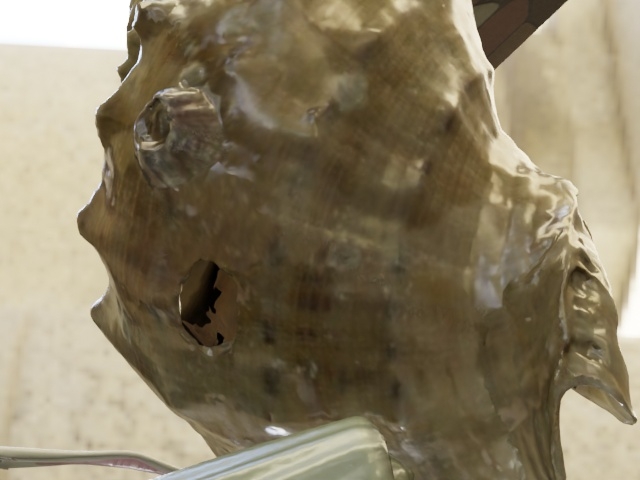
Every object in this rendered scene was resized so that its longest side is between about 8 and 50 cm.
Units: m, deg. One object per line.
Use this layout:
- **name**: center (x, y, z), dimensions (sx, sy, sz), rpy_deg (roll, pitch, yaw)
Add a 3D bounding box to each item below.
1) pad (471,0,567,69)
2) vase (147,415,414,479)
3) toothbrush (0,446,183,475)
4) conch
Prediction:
- **pad**: center (0.057, -0.107, 1.092), dimensions (0.003, 0.235, 0.158), rpy_deg (54, -166, 27)
- **vase**: center (-0.071, 0.147, 0.683), dimensions (0.128, 0.248, 0.128), rpy_deg (60, -177, -5)
- **toothbrush**: center (-0.144, 0.161, 1.440), dimensions (0.017, 0.204, 0.022), rpy_deg (118, 147, -42)
- **conch**: center (-0.011, -0.001, 0.861), dimensions (0.324, 0.186, 0.263), rpy_deg (-121, 37, -46)
